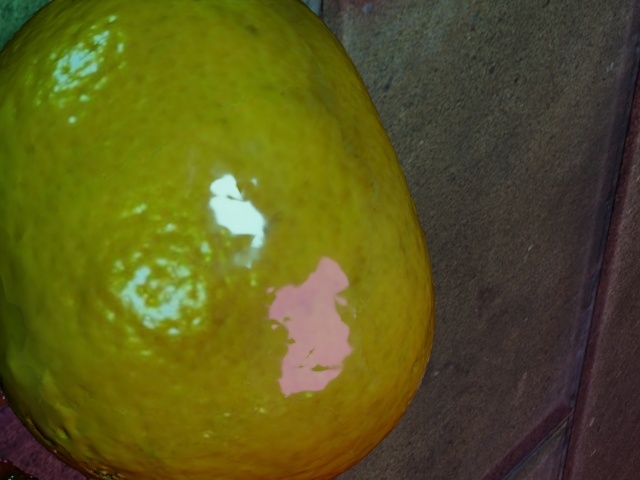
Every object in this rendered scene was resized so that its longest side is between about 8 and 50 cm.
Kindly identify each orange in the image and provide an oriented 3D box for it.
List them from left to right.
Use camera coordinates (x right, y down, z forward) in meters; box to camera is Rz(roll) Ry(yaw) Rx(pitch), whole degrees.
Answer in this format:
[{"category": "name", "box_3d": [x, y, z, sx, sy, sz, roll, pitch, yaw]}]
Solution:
[{"category": "orange", "box_3d": [-0.102, 0.001, 1.100, 0.326, 0.424, 0.424, -24, 144, -5]}]

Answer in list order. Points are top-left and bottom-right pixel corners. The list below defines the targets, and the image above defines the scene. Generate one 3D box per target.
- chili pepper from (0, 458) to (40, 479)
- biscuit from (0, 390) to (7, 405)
[{"category": "chili pepper", "box_3d": [-0.364, 0.353, 1.325, 0.338, 0.131, 0.134, -55, 141, 0]}, {"category": "biscuit", "box_3d": [-0.283, 0.092, 1.296, 0.231, 0.025, 0.131, -2, 121, -56]}]
